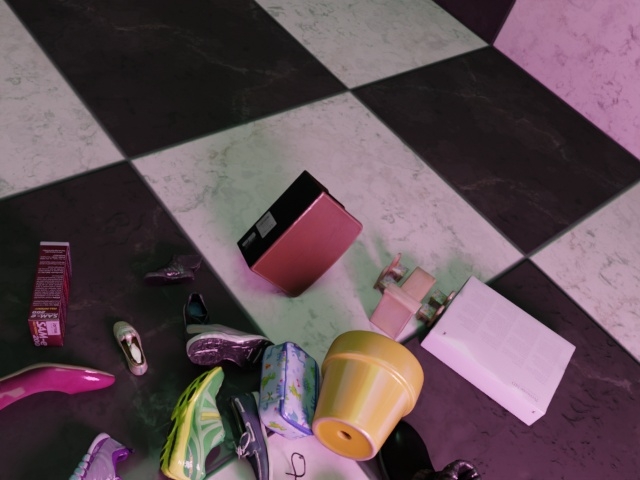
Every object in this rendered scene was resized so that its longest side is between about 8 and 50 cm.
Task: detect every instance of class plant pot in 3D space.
[{"bbox_3d":[0.100,0.391,1.447,0.254,0.254,0.239,27,46,6],"label":"plant pot"}]

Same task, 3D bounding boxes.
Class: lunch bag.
[{"bbox_3d":[-0.070,0.375,1.476,0.090,0.176,0.218,-20,45,23],"label":"lunch bag"}]

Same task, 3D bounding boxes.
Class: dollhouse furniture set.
[{"bbox_3d":[0.271,0.155,1.765,0.212,0.161,0.242,36,50,13],"label":"dollhouse furniture set"}]

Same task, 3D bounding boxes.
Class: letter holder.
[{"bbox_3d":[-0.055,-0.012,1.729,0.214,0.302,0.152,38,10,-37],"label":"letter holder"}]

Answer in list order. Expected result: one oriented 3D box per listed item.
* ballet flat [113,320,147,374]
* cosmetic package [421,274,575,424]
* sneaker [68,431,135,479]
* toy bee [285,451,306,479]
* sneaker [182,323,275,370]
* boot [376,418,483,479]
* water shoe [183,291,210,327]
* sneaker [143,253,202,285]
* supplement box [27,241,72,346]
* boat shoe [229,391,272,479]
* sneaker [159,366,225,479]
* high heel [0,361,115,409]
[{"bbox_3d":[-0.483,0.265,1.507,0.057,0.052,0.168,-20,60,-30],"label":"ballet flat"},{"bbox_3d":[0.532,0.316,1.758,0.377,0.097,0.284,36,48,14],"label":"cosmetic package"},{"bbox_3d":[-0.491,0.529,1.269,0.098,0.083,0.223,25,48,-3],"label":"sneaker"},{"bbox_3d":[-0.041,0.624,1.280,0.162,0.195,0.298,-9,14,-37],"label":"toy bee"},{"bbox_3d":[-0.230,0.262,1.518,0.272,0.100,0.108,19,16,-40],"label":"sneaker"},{"bbox_3d":[0.254,0.545,1.369,0.131,0.260,0.347,-2,52,-20],"label":"boot"},{"bbox_3d":[-0.326,0.233,1.565,0.073,0.080,0.203,-9,55,-24],"label":"water shoe"},{"bbox_3d":[-0.422,0.079,1.685,0.170,0.051,0.089,0,51,-23],"label":"sneaker"},{"bbox_3d":[-0.685,0.134,1.500,0.073,0.130,0.239,1,50,-17],"label":"supplement box"},{"bbox_3d":[-0.166,0.477,1.403,0.079,0.095,0.254,-1,51,-20],"label":"boat shoe"},{"bbox_3d":[-0.288,0.438,1.410,0.123,0.109,0.295,39,39,-23],"label":"sneaker"},{"bbox_3d":[-0.678,0.370,1.353,0.378,0.127,0.181,7,79,-18],"label":"high heel"}]
